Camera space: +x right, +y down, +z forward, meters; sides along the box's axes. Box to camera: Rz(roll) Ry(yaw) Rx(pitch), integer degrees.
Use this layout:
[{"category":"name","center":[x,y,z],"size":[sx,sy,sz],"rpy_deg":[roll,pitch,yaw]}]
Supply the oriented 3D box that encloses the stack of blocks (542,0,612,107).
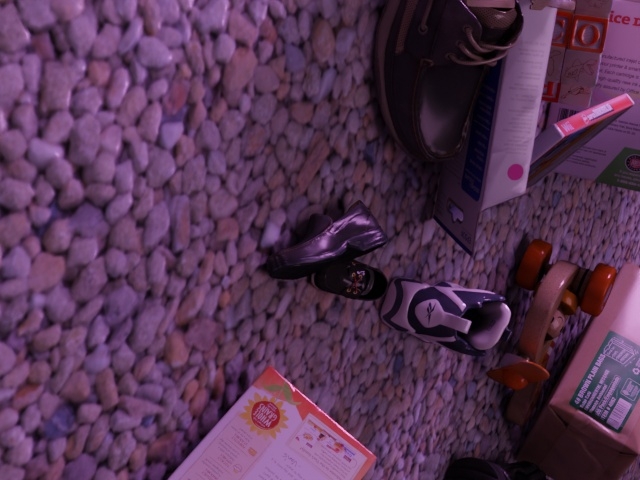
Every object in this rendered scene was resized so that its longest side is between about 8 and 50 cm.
[{"category":"stack of blocks","center":[0.332,-0.269,1.484],"size":[0.297,0.087,0.171],"rpy_deg":[-47,146,-70]}]

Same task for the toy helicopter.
[{"category":"toy helicopter","center":[0.348,0.188,1.797],"size":[0.235,0.140,0.355],"rpy_deg":[-51,155,-41]}]

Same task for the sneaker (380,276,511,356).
[{"category":"sneaker","center":[0.200,0.110,1.502],"size":[0.235,0.153,0.094],"rpy_deg":[27,84,-57]}]

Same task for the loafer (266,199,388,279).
[{"category":"loafer","center":[0.000,0.000,1.251],"size":[0.170,0.062,0.061],"rpy_deg":[-17,81,-45]}]

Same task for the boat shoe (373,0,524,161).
[{"category":"boat shoe","center":[0.149,-0.250,1.250],"size":[0.132,0.130,0.355],"rpy_deg":[-15,118,-34]}]

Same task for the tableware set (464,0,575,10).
[{"category":"tableware set","center":[0.235,-0.311,1.191],"size":[0.194,0.039,0.128],"rpy_deg":[-7,106,-40]}]

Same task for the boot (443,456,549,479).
[{"category":"boot","center":[0.270,0.525,1.833],"size":[0.260,0.131,0.348],"rpy_deg":[28,81,-57]}]

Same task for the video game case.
[{"category":"video game case","center":[0.311,-0.116,1.554],"size":[0.204,0.025,0.285],"rpy_deg":[-42,170,35]}]

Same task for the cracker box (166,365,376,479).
[{"category":"cracker box","center":[-0.071,0.266,1.160],"size":[0.232,0.156,0.067],"rpy_deg":[-46,175,-35]}]

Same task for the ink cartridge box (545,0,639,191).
[{"category":"ink cartridge box","center":[0.470,-0.225,1.706],"size":[0.117,0.201,0.278],"rpy_deg":[-9,112,-56]}]

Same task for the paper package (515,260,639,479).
[{"category":"paper package","center":[0.505,0.252,1.947],"size":[0.325,0.168,0.309],"rpy_deg":[-54,164,-26]}]

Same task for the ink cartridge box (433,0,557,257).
[{"category":"ink cartridge box","center":[0.214,-0.178,1.379],"size":[0.069,0.176,0.371],"rpy_deg":[6,106,-12]}]

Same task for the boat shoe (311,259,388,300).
[{"category":"boat shoe","center":[0.036,0.045,1.329],"size":[0.133,0.042,0.049],"rpy_deg":[15,95,-56]}]
